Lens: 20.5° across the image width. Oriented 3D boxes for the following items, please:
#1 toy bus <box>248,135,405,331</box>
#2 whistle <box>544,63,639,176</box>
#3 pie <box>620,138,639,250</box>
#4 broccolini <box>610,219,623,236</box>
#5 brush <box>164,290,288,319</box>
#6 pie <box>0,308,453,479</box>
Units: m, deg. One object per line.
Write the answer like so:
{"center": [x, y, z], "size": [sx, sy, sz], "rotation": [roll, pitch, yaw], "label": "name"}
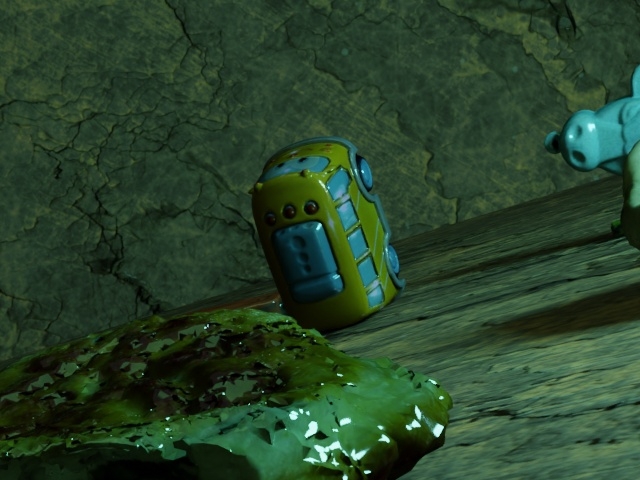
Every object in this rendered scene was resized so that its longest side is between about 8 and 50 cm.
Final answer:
{"center": [0.000, 0.000, 1.949], "size": [0.126, 0.209, 0.136], "rotation": [-14, 13, 21], "label": "toy bus"}
{"center": [0.395, -0.122, 2.044], "size": [0.274, 0.186, 0.093], "rotation": [-5, 10, 12], "label": "whistle"}
{"center": [0.385, -0.063, 1.335], "size": [0.339, 0.077, 0.339], "rotation": [-22, 16, 7], "label": "pie"}
{"center": [0.437, -0.055, 2.148], "size": [0.271, 0.062, 0.123], "rotation": [-20, -6, -31], "label": "broccolini"}
{"center": [-0.142, 0.113, 2.219], "size": [0.323, 0.051, 0.070], "rotation": [-13, 9, 11], "label": "brush"}
{"center": [-0.109, 0.113, 0.919], "size": [0.355, 0.103, 0.288], "rotation": [-14, 8, 12], "label": "pie"}
